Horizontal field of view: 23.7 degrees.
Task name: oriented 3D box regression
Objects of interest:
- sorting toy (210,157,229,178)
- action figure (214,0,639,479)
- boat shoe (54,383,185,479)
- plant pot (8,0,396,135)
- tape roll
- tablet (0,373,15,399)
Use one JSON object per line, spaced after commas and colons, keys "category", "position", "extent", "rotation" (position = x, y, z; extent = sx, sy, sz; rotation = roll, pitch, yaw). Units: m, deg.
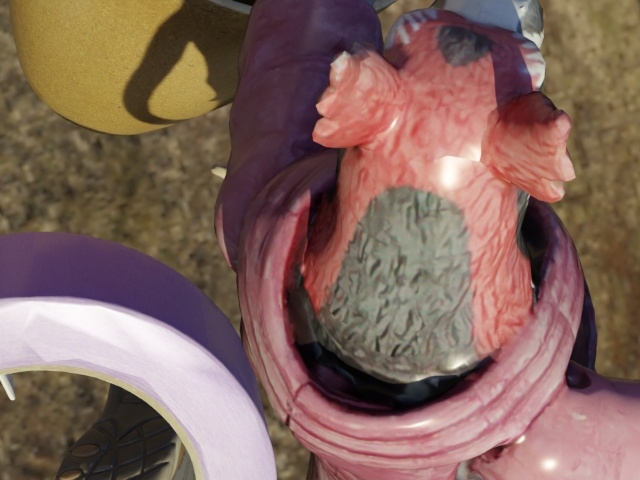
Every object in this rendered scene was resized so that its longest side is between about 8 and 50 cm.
{"category": "sorting toy", "position": [0.000, 0.000, 1.402], "extent": [0.208, 0.038, 0.193], "rotation": [54, 27, 4]}
{"category": "action figure", "position": [0.024, 0.036, 0.480], "extent": [0.248, 0.275, 0.370], "rotation": [44, -6, 22]}
{"category": "boat shoe", "position": [-0.185, 0.232, 1.600], "extent": [0.324, 0.123, 0.116], "rotation": [-67, 154, -46]}
{"category": "plant pot", "position": [-0.085, -0.167, 0.885], "extent": [0.237, 0.254, 0.237], "rotation": [11, 62, -22]}
{"category": "tape roll", "position": [-0.167, 0.136, 0.917], "extent": [0.275, 0.274, 0.090], "rotation": [63, 2, -26]}
{"category": "tablet", "position": [-0.258, 0.080, 1.194], "extent": [0.054, 0.006, 0.083], "rotation": [-121, -170, -59]}
